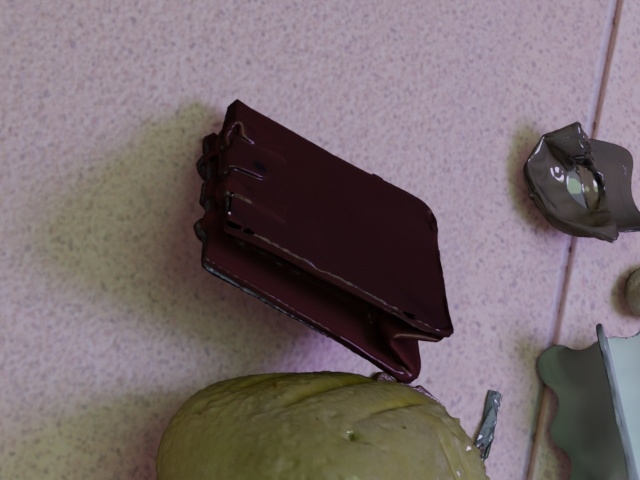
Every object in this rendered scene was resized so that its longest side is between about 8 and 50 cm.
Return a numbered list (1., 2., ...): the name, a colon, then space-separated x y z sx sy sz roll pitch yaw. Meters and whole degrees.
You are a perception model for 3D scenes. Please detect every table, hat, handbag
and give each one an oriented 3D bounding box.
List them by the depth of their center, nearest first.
1. handbag: 0.001 -0.001 1.752 0.275 0.084 0.260 31 27 -18
2. table: 0.336 0.197 1.939 0.166 0.166 0.198 -1 71 -30
3. hat: 0.316 -0.046 2.038 0.175 0.085 0.147 12 59 -51

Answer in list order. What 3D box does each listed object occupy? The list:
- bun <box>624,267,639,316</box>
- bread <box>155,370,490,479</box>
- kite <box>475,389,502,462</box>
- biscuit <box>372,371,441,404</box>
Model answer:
1. bun: 0.402 0.066 2.050 0.086 0.086 0.055 -43 131 -31
2. bread: -0.001 0.238 1.639 0.320 0.320 0.237 -6 87 -31
3. kite: 0.163 0.277 1.894 0.229 0.012 0.250 31 65 -20
4. biscuit: 0.089 0.179 1.872 0.092 0.016 0.082 -4 75 -32
